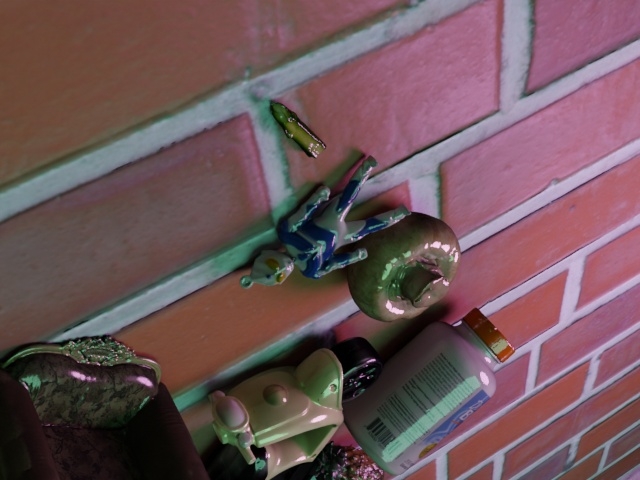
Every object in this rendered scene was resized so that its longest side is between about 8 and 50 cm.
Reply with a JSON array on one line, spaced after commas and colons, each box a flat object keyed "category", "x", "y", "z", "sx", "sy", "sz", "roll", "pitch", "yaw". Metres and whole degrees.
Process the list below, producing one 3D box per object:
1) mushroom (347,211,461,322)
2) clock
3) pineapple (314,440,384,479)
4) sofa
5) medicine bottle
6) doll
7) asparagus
[{"category": "mushroom", "x": 0.116, "y": 0.041, "z": 1.056, "sx": 0.166, "sy": 0.127, "sz": 0.166, "roll": -18, "pitch": 140, "yaw": -16}, {"category": "clock", "x": -0.078, "y": 0.305, "z": 1.173, "sx": 0.276, "sy": 0.120, "sz": 0.379, "roll": -4, "pitch": 131, "yaw": -44}, {"category": "pineapple", "x": 0.026, "y": 0.406, "z": 1.380, "sx": 0.197, "sy": 0.108, "sz": 0.108, "roll": 32, "pitch": 105, "yaw": -38}, {"category": "sofa", "x": -0.260, "y": 0.243, "z": 0.892, "sx": 0.258, "sy": 0.200, "sz": 0.182, "roll": 20, "pitch": 116, "yaw": -46}, {"category": "medicine bottle", "x": 0.182, "y": 0.241, "z": 1.282, "sx": 0.288, "sy": 0.157, "sz": 0.157, "roll": -41, "pitch": 142, "yaw": 3}, {"category": "doll", "x": 0.000, "y": 0.000, "z": 0.964, "sx": 0.227, "sy": 0.057, "sz": 0.114, "roll": -35, "pitch": 113, "yaw": 1}, {"category": "asparagus", "x": -0.025, "y": -0.121, "z": 0.863, "sx": 0.025, "sy": 0.021, "sz": 0.108, "roll": -43, "pitch": 142, "yaw": 6}]
